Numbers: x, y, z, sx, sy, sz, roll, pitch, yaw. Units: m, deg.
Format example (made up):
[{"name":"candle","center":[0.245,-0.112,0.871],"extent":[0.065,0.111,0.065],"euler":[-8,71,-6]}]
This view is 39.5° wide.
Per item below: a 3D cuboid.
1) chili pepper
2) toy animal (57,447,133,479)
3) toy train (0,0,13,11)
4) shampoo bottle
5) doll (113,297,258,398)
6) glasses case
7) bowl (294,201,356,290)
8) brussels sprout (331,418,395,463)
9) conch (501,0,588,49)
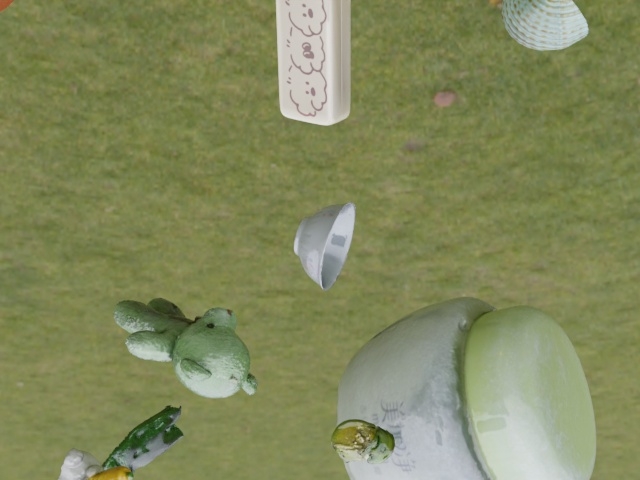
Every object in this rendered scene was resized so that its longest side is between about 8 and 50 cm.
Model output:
[{"name":"chili pepper","center":[-0.379,0.443,1.934],"extent":[0.061,0.224,0.098],"euler":[12,127,44]},{"name":"toy animal","center":[-0.298,0.376,1.330],"extent":[0.182,0.131,0.127],"euler":[29,-169,12]},{"name":"toy train","center":[-0.631,-0.472,1.465],"extent":[0.177,0.285,0.116],"euler":[-31,-178,-15]},{"name":"shampoo bottle","center":[0.196,0.244,1.237],"extent":[0.317,0.322,0.322],"euler":[-18,150,34]},{"name":"doll","center":[-0.123,0.084,0.803],"extent":[0.150,0.077,0.115],"euler":[26,-175,35]},{"name":"glasses case","center":[-0.014,-0.408,1.802],"extent":[0.144,0.336,0.076],"euler":[16,-150,34]},{"name":"bowl","center":[0.000,0.000,1.812],"extent":[0.086,0.189,0.189],"euler":[18,158,16]},{"name":"brussels sprout","center":[0.047,0.209,0.908],"extent":[0.051,0.046,0.083],"euler":[1,179,-31]},{"name":"conch","center":[0.339,-0.340,1.360],"extent":[0.135,0.153,0.102],"euler":[39,108,-4]}]
